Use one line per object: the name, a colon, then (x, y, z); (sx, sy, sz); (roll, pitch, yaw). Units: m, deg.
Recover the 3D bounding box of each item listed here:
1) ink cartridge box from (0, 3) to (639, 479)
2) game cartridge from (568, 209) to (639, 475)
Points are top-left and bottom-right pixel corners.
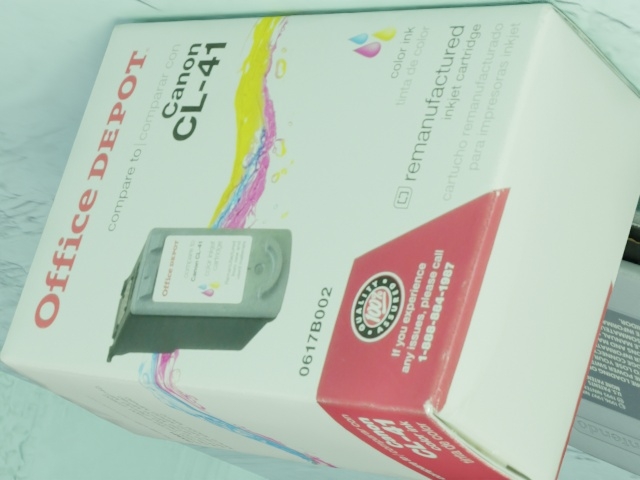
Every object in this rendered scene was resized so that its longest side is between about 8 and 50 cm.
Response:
ink cartridge box: (0.000, 0.000, 1.025); (0.306, 0.226, 0.131); (3, 158, 38)
game cartridge: (0.178, 0.060, 1.142); (0.297, 0.062, 0.198); (20, 149, 39)
